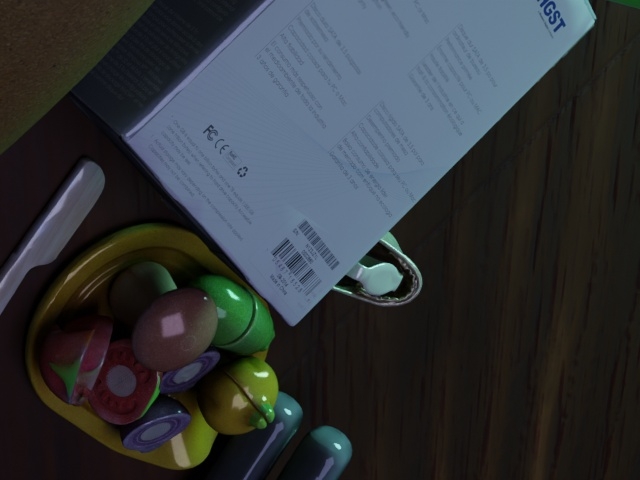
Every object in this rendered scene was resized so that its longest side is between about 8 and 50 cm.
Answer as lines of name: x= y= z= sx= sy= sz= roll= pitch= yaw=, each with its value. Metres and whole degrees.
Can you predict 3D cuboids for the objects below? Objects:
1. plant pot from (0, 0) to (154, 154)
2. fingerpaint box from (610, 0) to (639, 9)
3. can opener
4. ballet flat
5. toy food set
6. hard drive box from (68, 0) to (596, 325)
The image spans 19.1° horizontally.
plant pot: x=-0.138 y=-0.152 z=0.746 sx=0.237 sy=0.237 sz=0.254 roll=-5 pitch=137 yaw=-39
fingerpaint box: x=0.136 y=-0.266 z=0.712 sx=0.444 sy=0.371 sz=0.163 roll=8 pitch=146 yaw=-36
can opener: x=-0.075 y=0.222 z=1.192 sx=0.283 sy=0.076 sz=0.095 roll=-57 pitch=170 yaw=8
ballet flat: x=0.000 y=0.000 z=1.087 sx=0.168 sy=0.052 sz=0.057 roll=18 pitch=106 yaw=-46
toy food set: x=-0.088 y=0.064 z=1.044 sx=0.128 sy=0.071 sz=0.218 roll=-49 pitch=139 yaw=-1
hard drive box: x=0.006 y=-0.101 z=0.952 sx=0.232 sy=0.089 sz=0.181 roll=-44 pitch=138 yaw=-5
